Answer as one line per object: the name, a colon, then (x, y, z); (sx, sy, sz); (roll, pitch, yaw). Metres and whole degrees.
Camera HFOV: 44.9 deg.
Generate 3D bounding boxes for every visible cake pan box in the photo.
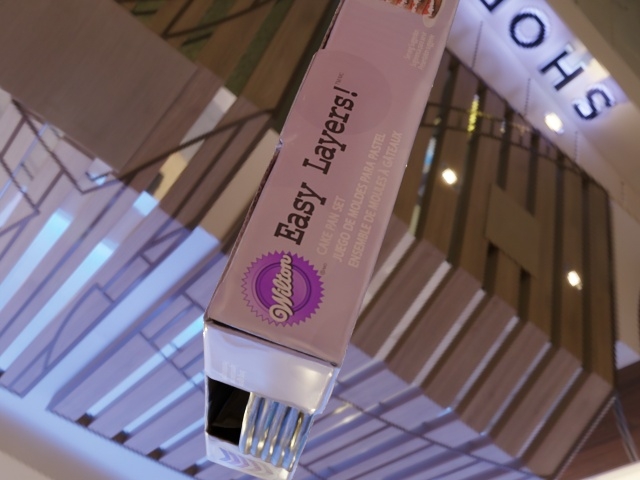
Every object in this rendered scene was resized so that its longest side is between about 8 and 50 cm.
cake pan box: (0.000, 0.000, 0.469); (0.070, 0.246, 0.267); (18, -121, 4)
